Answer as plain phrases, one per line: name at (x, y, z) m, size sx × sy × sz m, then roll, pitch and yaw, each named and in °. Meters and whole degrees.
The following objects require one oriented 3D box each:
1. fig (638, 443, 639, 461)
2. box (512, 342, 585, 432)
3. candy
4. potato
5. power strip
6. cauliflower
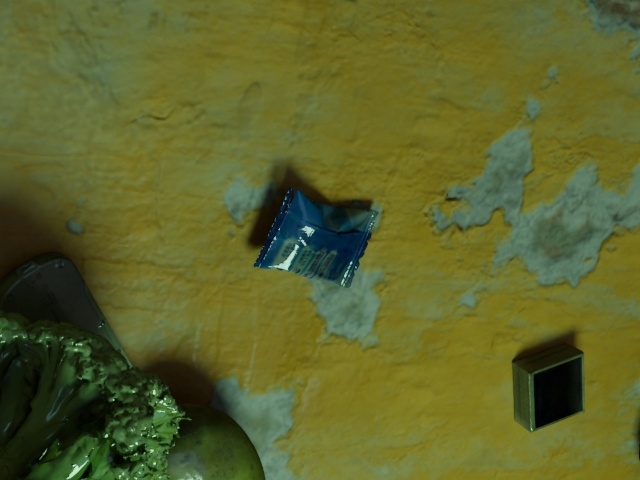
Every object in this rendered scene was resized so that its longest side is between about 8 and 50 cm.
fig at (0.480, 0.249, 1.713) m, size 0.205 × 0.205 × 0.205 m, roll -11°, pitch 113°, yaw -27°
box at (0.261, 0.166, 1.643) m, size 0.083 × 0.035 × 0.079 m, roll -17°, pitch 116°, yaw -24°
candy at (0.000, -0.001, 1.425) m, size 0.136 × 0.038 × 0.088 m, roll 13°, pitch 104°, yaw -43°
potato at (-0.120, 0.262, 1.407) m, size 0.149 × 0.113 × 0.251 m, roll -25°, pitch 115°, yaw -22°
power strip at (-0.224, 0.108, 1.335) m, size 0.080 × 0.029 × 0.227 m, roll -35°, pitch 121°, yaw -18°
cauliflower at (-0.258, 0.198, 1.203) m, size 0.272 × 0.250 × 0.275 m, roll 19°, pitch 116°, yaw -17°
